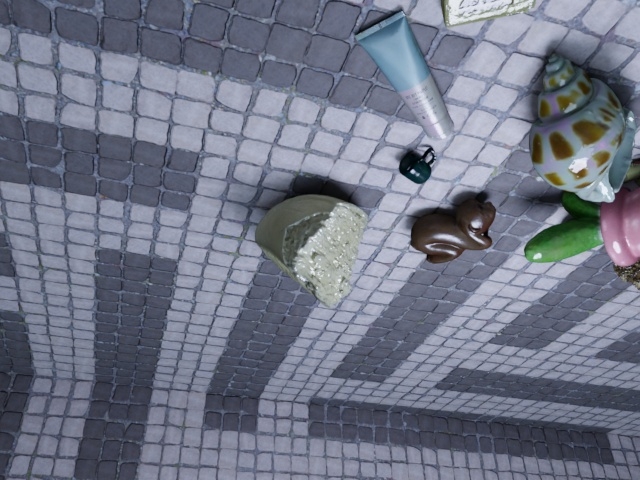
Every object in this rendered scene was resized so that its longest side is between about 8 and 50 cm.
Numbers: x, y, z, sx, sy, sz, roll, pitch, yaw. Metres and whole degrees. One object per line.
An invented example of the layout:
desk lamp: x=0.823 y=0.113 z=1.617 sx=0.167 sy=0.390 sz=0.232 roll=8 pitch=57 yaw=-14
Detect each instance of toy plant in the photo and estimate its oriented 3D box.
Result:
toy plant: x=0.750 y=-0.031 z=1.536 sx=0.356 sy=0.211 sz=0.317 roll=-4 pitch=-172 yaw=42

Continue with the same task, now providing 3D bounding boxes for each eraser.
eraser: x=0.311 y=-0.470 z=1.095 sx=0.172 sy=0.058 sz=0.117 roll=-8 pitch=144 yaw=9

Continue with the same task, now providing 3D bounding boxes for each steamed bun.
steamed bun: x=0.000 y=0.000 z=1.617 sx=0.272 sy=0.273 sz=0.290 roll=-47 pitch=144 yaw=-11

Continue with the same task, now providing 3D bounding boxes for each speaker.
speaker: x=0.251 y=-0.188 z=1.483 sx=0.075 sy=0.060 sz=0.094 roll=26 pitch=136 yaw=-34

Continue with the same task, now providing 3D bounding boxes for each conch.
conch: x=0.581 y=-0.239 z=1.313 sx=0.249 sy=0.197 sz=0.368 roll=-35 pitch=141 yaw=-15

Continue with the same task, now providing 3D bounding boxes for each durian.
durian: x=0.984 y=0.059 z=1.763 sx=0.195 sy=0.167 sz=0.196 roll=-11 pitch=136 yaw=-11

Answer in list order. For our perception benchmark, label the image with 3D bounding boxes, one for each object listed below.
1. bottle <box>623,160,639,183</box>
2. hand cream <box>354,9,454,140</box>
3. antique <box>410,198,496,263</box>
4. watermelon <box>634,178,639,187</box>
bottle: x=0.820 y=-0.185 z=1.516 sx=0.101 sy=0.047 sz=0.063 roll=-22 pitch=-179 yaw=20
hand cream: x=0.195 y=-0.346 z=1.278 sx=0.111 sy=0.070 sz=0.312 roll=-19 pitch=133 yaw=25
antique: x=0.372 y=-0.034 z=1.657 sx=0.256 sy=0.121 sz=0.143 roll=-22 pitch=131 yaw=37
watermelon: x=0.924 y=-0.144 z=1.550 sx=0.163 sy=0.069 sz=0.087 roll=-22 pitch=140 yaw=23
